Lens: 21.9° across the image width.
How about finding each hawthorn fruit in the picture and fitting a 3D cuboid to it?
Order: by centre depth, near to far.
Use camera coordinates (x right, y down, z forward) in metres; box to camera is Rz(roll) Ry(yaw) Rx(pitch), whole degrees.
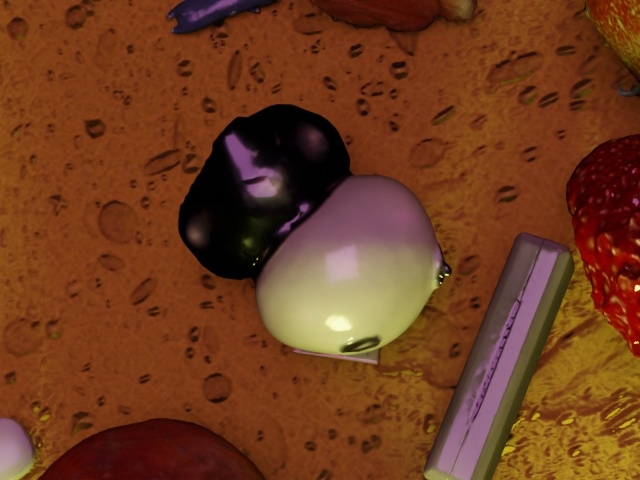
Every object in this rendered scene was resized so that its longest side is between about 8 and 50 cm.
[{"bbox_3d":[-0.169,0.292,1.433,0.276,0.307,0.276,-3,82,20],"label":"hawthorn fruit"}]

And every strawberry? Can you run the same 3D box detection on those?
[{"bbox_3d":[0.345,-0.006,1.451,0.261,0.261,0.257,-31,81,0],"label":"strawberry"}]

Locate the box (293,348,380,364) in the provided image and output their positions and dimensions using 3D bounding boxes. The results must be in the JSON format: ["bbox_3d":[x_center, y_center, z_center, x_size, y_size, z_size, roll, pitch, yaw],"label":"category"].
[{"bbox_3d":[0.018,0.092,1.589,0.083,0.012,0.046,7,81,8],"label":"box"}]

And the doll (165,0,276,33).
[{"bbox_3d":[-0.096,-0.239,1.661,0.125,0.027,0.037,-19,77,6],"label":"doll"}]

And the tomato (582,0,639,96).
[{"bbox_3d":[0.378,-0.261,1.468,0.303,0.239,0.303,1,66,-3],"label":"tomato"}]

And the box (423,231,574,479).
[{"bbox_3d":[0.166,0.117,1.519,0.055,0.103,0.244,20,82,15],"label":"box"}]

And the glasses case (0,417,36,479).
[{"bbox_3d":[-0.351,0.232,1.593,0.164,0.041,0.063,-34,76,0],"label":"glasses case"}]

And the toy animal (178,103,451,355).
[{"bbox_3d":[-0.002,0.000,1.532,0.235,0.165,0.187,40,80,11],"label":"toy animal"}]

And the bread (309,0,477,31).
[{"bbox_3d":[0.050,-0.333,1.611,0.190,0.123,0.244,-7,77,7],"label":"bread"}]
